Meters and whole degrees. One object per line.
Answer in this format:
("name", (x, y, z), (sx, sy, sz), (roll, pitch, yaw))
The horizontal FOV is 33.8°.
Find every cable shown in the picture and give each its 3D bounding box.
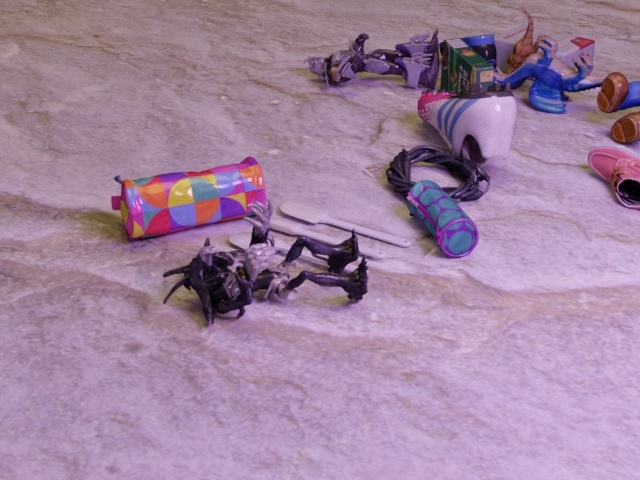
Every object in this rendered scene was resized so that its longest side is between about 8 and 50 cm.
("cable", (0.185, -0.106, 1.768), (0.151, 0.047, 0.184), (-20, 36, -21))

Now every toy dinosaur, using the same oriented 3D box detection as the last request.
("toy dinosaur", (0.413, -0.391, 2.115), (0.064, 0.211, 0.112), (36, 48, 19))

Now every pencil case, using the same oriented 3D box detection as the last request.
("pencil case", (0.183, -0.035, 1.608), (0.070, 0.064, 0.151), (5, 25, -22))
("pencil case", (-0.204, -0.068, 1.654), (0.236, 0.104, 0.104), (-10, 30, -17))

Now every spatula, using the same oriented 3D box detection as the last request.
("spatula", (0.000, 0.000, 1.606), (0.242, 0.019, 0.168), (19, 30, 29))

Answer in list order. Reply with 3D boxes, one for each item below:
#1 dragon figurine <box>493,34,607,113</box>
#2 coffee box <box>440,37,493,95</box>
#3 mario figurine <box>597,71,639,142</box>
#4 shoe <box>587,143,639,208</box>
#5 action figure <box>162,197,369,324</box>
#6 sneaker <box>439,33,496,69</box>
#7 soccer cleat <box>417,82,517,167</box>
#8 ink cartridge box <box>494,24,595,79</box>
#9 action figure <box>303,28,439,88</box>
("dragon figurine", (0.460, -0.304, 2.061), (0.289, 0.144, 0.085), (26, 33, 8))
("coffee box", (0.285, -0.317, 2.066), (0.040, 0.113, 0.184), (-7, 31, -13))
("mario figurine", (0.678, -0.287, 1.923), (0.321, 0.198, 0.170), (-18, 20, -19))
("shoe", (0.497, -0.105, 1.723), (0.081, 0.063, 0.178), (-19, 38, -38))
("action figure", (-0.079, 0.026, 1.436), (0.276, 0.141, 0.164), (-3, 40, -6))
("sneaker", (0.310, -0.384, 2.233), (0.081, 0.090, 0.232), (-8, 8, -9))
("soccer cleat", (0.249, -0.200, 1.872), (0.116, 0.143, 0.331), (-2, 5, -12))
("ink cartridge box", (0.473, -0.395, 2.239), (0.175, 0.072, 0.127), (23, 37, 36))
("action figure", (0.105, -0.376, 2.200), (0.285, 0.099, 0.185), (-1, 34, 7))
